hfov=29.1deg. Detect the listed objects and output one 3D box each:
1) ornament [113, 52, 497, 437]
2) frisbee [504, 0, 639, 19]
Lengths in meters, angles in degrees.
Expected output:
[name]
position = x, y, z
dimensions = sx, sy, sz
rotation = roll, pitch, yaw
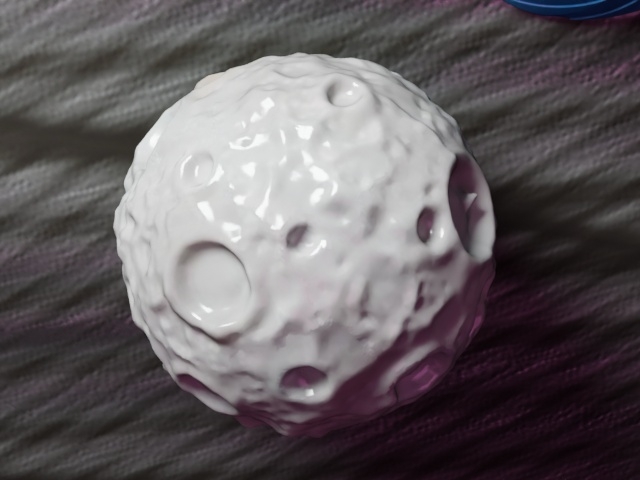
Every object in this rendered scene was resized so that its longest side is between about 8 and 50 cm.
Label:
[ornament]
position = 0.000, 0.000, 1.081
dimensions = 0.337, 0.337, 0.337
rotation = -2, 120, -3
[frisbee]
position = 0.241, -0.269, 1.059
dimensions = 0.242, 0.045, 0.242
rotation = 1, 145, 1
